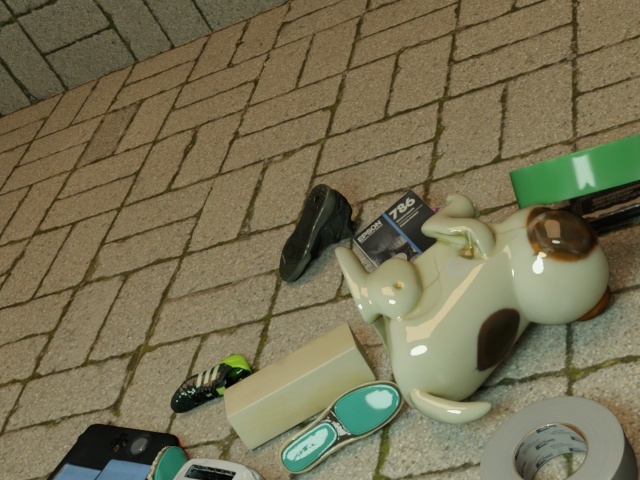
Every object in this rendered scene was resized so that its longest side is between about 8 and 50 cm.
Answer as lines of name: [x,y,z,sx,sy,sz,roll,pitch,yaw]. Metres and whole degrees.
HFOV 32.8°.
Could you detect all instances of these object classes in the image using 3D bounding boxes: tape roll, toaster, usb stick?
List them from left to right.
toaster: [-0.158,0.447,1.807,0.227,0.146,0.129,0,42,42]
tape roll: [0.347,0.333,1.591,0.219,0.072,0.219,-23,33,16]
tape roll: [0.503,-0.131,1.950,0.321,0.077,0.321,-16,0,0]
usb stick: [0.563,-0.069,1.999,0.278,0.045,0.077,-19,37,20]

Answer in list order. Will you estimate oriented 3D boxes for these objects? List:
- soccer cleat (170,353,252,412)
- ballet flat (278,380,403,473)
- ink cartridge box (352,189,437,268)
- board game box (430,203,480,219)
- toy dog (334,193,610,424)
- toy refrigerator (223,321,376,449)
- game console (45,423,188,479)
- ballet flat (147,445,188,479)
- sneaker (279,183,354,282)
soccer cleat: [-0.219,0.291,2.173,0.179,0.060,0.072,-33,32,-8]
ballet flat: [0.036,0.318,1.889,0.248,0.086,0.086,-31,31,7]
ink cartridge box: [0.177,0.008,2.178,0.165,0.065,0.332,-41,35,0]
board game box: [0.241,-0.028,2.247,0.154,0.026,0.103,-2,41,40]
toy dog: [0.277,0.081,1.818,0.408,0.284,0.395,-28,31,3]
toy refrigerator: [-0.038,0.271,2.010,0.269,0.094,0.102,-29,24,3]
game console: [-0.453,0.513,2.065,0.342,0.060,0.386,1,44,43]
ballet flat: [-0.279,0.473,1.922,0.077,0.091,0.241,-42,32,26]
sneaker: [0.000,0.000,2.382,0.087,0.130,0.227,25,90,50]
